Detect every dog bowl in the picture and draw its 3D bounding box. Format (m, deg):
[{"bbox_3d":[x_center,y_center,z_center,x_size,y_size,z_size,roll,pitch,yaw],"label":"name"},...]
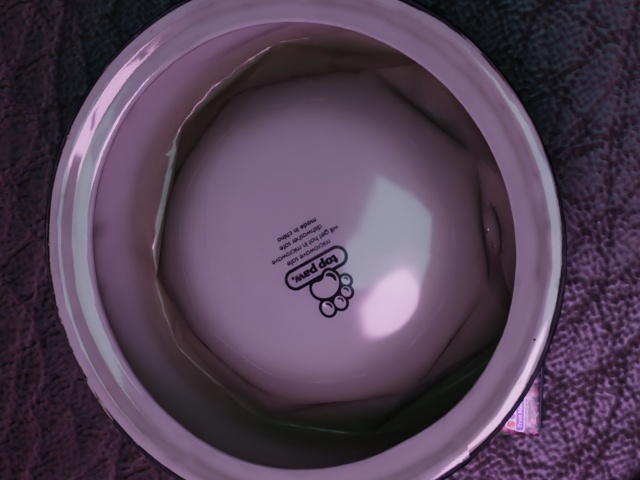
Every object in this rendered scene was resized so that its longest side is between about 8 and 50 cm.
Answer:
[{"bbox_3d":[0.000,0.000,1.379,0.408,0.150,0.408,1,95,17],"label":"dog bowl"}]

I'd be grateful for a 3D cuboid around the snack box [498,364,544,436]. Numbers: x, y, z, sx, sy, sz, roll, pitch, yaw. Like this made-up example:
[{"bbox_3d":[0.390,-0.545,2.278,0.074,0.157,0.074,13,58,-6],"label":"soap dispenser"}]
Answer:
[{"bbox_3d":[0.133,0.086,1.450,0.100,0.037,0.141,2,97,10],"label":"snack box"}]
